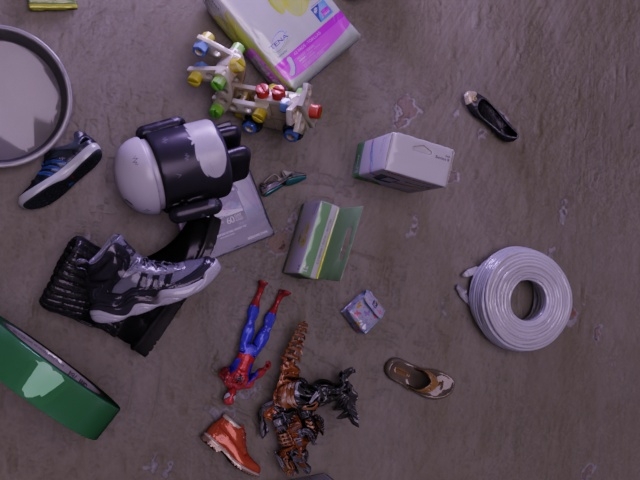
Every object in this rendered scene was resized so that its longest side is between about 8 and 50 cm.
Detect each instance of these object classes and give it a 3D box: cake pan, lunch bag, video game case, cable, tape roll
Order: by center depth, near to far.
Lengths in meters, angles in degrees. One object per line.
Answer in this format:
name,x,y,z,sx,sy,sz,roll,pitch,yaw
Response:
tape roll,-0.531,0.255,1.653,0.321,0.321,0.077,40,78,-12
cake pan,-0.660,-0.291,1.776,0.293,0.054,0.293,1,87,-18
video game case,-0.239,-0.105,1.920,0.196,0.026,0.274,-22,95,-17
lunch bag,0.103,0.163,2.005,0.083,0.053,0.071,-41,101,-24
cable,0.488,0.140,2.110,0.257,0.089,0.257,-32,97,-17

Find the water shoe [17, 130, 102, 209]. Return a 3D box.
water shoe,-0.551,-0.145,1.809,0.203,0.073,0.080,-39,73,-15

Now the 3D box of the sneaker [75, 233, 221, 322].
sneaker,-0.337,0.051,1.684,0.269,0.101,0.153,-20,106,-6

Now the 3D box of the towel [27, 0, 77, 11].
towel,-0.577,-0.602,1.836,0.102,0.021,0.237,-6,89,-24

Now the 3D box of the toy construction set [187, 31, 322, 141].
toy construction set,-0.119,-0.311,1.846,0.328,0.215,0.151,26,62,26

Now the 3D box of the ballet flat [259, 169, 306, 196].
ballet flat,-0.087,-0.138,1.964,0.114,0.041,0.041,-25,95,-18

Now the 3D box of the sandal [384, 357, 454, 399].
sandal,0.236,0.326,2.042,0.180,0.049,0.072,24,81,-16

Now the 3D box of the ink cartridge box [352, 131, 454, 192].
ink cartridge box,0.183,-0.173,1.960,0.154,0.212,0.093,14,84,-17

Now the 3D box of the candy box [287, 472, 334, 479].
candy box,-0.079,0.618,1.916,0.234,0.071,0.159,-7,90,-18

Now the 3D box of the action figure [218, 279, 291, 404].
action figure,-0.144,0.229,1.882,0.092,0.139,0.280,24,83,-14

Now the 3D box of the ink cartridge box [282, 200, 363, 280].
ink cartridge box,0.000,0.000,1.882,0.056,0.235,0.171,19,82,-19

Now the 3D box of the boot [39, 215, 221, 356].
boot,-0.388,0.045,1.793,0.260,0.131,0.348,33,86,-14

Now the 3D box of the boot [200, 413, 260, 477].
boot,-0.178,0.450,1.901,0.158,0.059,0.084,44,71,-10

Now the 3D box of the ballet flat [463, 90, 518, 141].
ballet flat,0.420,-0.308,2.128,0.173,0.049,0.057,39,76,-13

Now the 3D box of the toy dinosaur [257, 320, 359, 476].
toy dinosaur,-0.030,0.352,1.911,0.219,0.164,0.321,-2,110,-2

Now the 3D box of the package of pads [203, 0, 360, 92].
package of pads,-0.091,-0.494,1.945,0.229,0.101,0.296,-43,100,-16

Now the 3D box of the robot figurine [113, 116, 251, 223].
robot figurine,-0.288,-0.152,1.807,0.278,0.209,0.173,-17,114,-18
